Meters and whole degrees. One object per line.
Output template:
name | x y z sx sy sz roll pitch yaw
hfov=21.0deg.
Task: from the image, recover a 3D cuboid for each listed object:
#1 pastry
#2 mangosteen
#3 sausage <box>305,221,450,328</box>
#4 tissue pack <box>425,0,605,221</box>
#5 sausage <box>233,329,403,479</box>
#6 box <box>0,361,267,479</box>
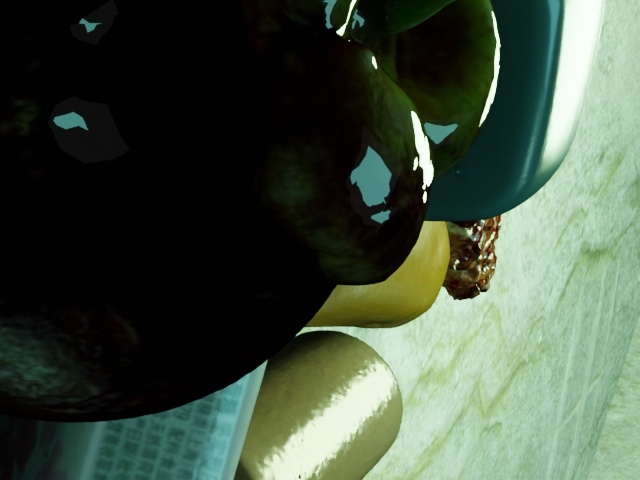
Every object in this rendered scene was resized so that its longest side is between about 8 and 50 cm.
pastry | 0.118 -0.045 1.567 0.115 0.097 0.209 -49 147 -39
mangosteen | -0.084 -0.059 0.698 0.297 0.313 0.297 -35 143 -32
sausage | -0.004 -0.002 1.248 0.354 0.116 0.134 13 99 -67
tissue pack | 0.009 -0.132 0.937 0.206 0.287 0.198 -55 151 -61
sausage | -0.039 0.161 1.247 0.253 0.123 0.123 -38 138 -61
box | -0.127 0.148 0.930 0.190 0.112 0.370 6 -99 67
